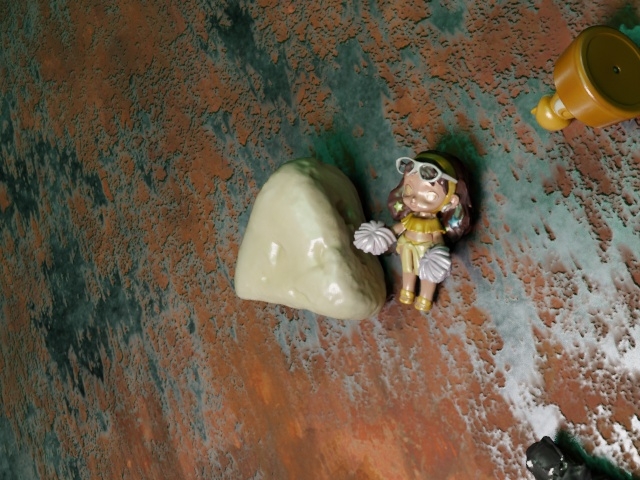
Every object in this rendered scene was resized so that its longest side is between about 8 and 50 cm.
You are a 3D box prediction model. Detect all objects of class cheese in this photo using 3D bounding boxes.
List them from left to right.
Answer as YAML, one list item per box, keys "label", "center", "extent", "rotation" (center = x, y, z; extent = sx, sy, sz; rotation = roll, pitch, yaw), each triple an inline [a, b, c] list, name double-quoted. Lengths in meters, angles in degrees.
- label: "cheese"
  center: [0.001, -0.001, 1.374]
  extent: [0.251, 0.174, 0.247]
  rotation: [21, 109, 38]

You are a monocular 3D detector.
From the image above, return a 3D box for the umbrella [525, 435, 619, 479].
- label: "umbrella"
  center: [0.387, 0.389, 1.085]
  extent: [0.337, 0.128, 0.154]
  rotation: [26, 88, 43]

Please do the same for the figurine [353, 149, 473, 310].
- label: "figurine"
  center: [0.152, -0.015, 1.292]
  extent: [0.175, 0.116, 0.240]
  rotation: [21, 103, 40]

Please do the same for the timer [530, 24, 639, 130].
- label: "timer"
  center: [0.344, -0.194, 1.167]
  extent: [0.152, 0.132, 0.132]
  rotation: [-35, 64, 58]
